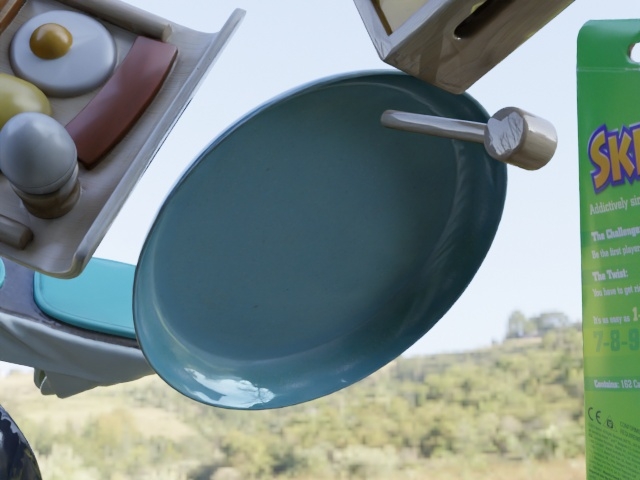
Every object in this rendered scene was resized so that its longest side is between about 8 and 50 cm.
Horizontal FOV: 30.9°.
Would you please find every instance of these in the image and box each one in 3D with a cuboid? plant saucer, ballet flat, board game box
[{"bbox_3d":[0.000,0.000,0.890,0.317,0.044,0.318,-18,-46,-19],"label":"plant saucer"},{"bbox_3d":[-0.279,0.075,1.054,0.400,0.139,0.139,12,-20,-17],"label":"ballet flat"},{"bbox_3d":[0.178,0.020,0.572,0.039,0.260,0.124,-13,14,-26],"label":"board game box"}]

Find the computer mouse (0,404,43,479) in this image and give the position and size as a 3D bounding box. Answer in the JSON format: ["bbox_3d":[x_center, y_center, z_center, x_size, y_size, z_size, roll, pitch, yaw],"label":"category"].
[{"bbox_3d":[-0.193,0.181,0.565,0.188,0.072,0.272,8,-57,7],"label":"computer mouse"}]

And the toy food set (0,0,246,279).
[{"bbox_3d":[-0.234,-0.127,0.788,0.306,0.220,0.092,24,-25,9],"label":"toy food set"}]

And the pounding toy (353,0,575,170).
[{"bbox_3d":[0.075,-0.138,0.705,0.181,0.206,0.094,-39,-33,29],"label":"pounding toy"}]
